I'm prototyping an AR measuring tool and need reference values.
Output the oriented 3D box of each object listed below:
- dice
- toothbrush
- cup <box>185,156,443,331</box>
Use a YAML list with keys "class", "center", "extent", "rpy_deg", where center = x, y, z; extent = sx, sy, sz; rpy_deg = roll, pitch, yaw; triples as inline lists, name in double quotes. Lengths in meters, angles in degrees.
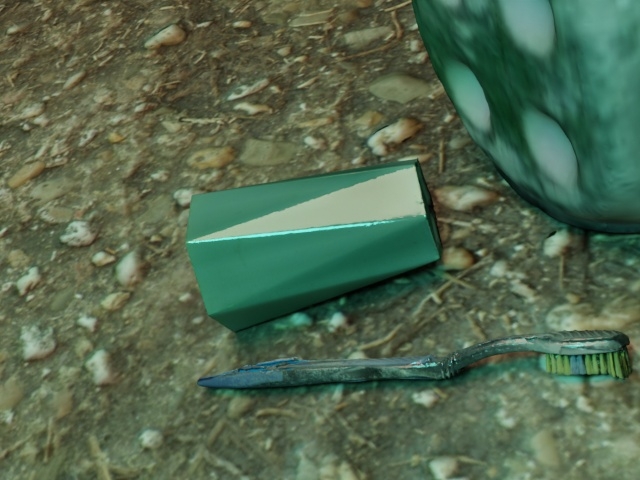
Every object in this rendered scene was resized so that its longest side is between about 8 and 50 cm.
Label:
- class: "dice"
  center: [0.296, -0.233, 0.940]
  extent: [0.331, 0.348, 0.328]
  rpy_deg: [-27, 37, -11]
- class: "toothbrush"
  center: [0.067, 0.113, 0.905]
  extent: [0.414, 0.042, 0.035]
  rpy_deg: [-7, 5, 25]
- class: "cup"
  center: [0.000, 0.000, 1.012]
  extent: [0.236, 0.148, 0.134]
  rpy_deg: [-13, 72, 10]
